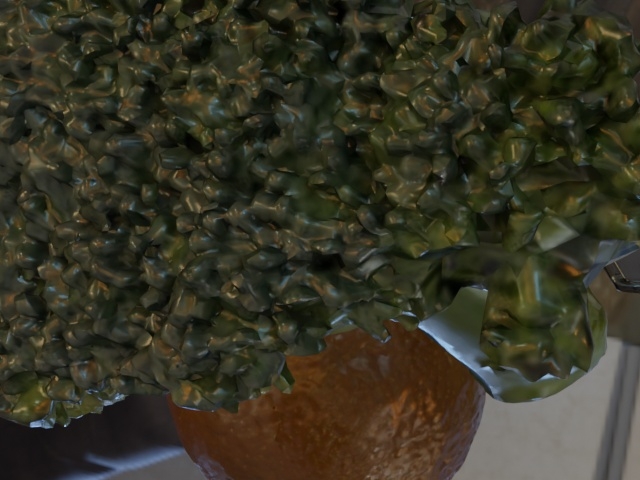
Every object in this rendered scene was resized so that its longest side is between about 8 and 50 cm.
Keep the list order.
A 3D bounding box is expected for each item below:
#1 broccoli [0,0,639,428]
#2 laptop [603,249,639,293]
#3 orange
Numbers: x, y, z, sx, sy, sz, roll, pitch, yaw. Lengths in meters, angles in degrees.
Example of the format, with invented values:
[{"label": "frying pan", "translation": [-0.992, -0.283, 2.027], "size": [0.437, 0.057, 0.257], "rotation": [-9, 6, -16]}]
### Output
[{"label": "broccoli", "translation": [-0.027, -0.022, 0.540], "size": [0.353, 0.275, 0.397], "rotation": [39, -172, 14]}, {"label": "laptop", "translation": [0.298, 0.010, 0.956], "size": [0.129, 0.180, 0.016], "rotation": [5, 111, 0]}, {"label": "orange", "translation": [-0.004, 0.093, 1.061], "size": [0.322, 0.357, 0.322], "rotation": [-16, -178, 0]}]
